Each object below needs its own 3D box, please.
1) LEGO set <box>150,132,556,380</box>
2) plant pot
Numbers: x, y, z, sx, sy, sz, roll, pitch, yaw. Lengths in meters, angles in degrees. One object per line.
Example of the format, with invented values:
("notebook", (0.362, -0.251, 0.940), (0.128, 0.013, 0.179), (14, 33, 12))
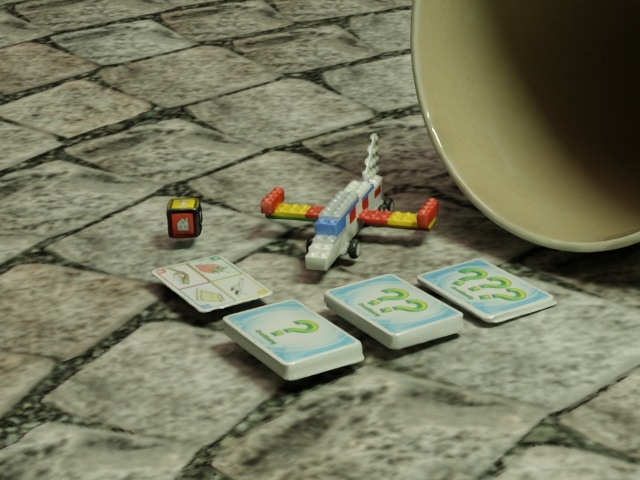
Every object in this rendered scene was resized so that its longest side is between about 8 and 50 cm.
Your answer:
("LEGO set", (0.000, 0.000, 1.021), (0.182, 0.060, 0.244), (-13, 24, -26))
("plant pot", (0.242, -0.132, 1.073), (0.256, 0.256, 0.274), (17, 17, 42))
